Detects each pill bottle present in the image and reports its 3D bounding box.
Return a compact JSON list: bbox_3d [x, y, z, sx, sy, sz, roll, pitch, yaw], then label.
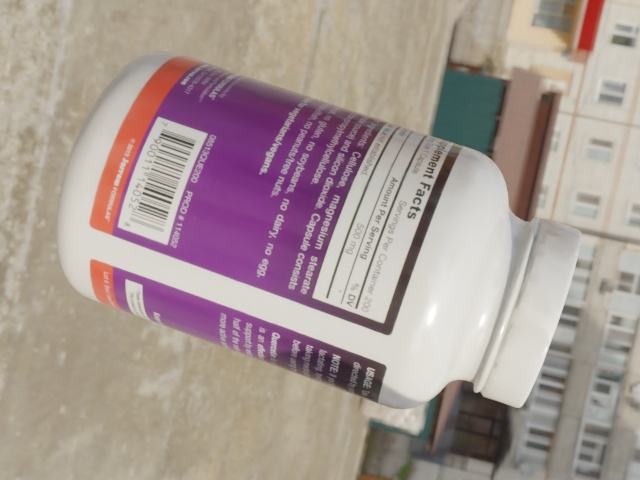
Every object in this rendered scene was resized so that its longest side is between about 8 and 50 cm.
[{"bbox_3d":[0.000,0.000,0.736,0.181,0.323,0.181,19,90,-82],"label":"pill bottle"}]
